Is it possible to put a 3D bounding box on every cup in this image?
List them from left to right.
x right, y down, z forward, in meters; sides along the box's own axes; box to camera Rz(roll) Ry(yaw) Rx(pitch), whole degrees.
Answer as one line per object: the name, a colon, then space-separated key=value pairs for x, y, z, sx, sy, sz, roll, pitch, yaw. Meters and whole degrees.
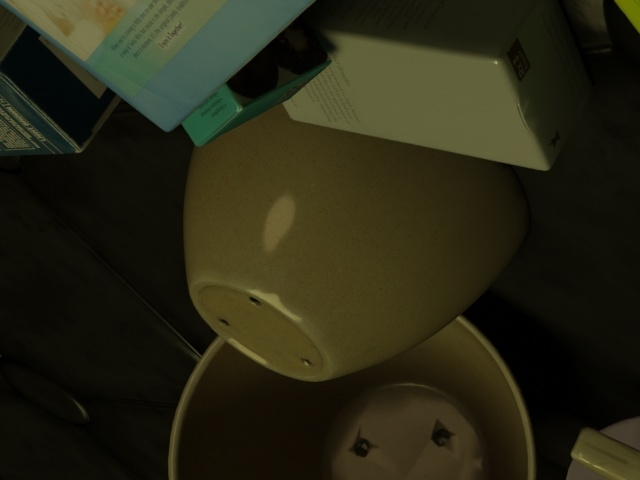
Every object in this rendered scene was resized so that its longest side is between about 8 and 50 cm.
cup: x=0.056 y=0.208 z=1.844 sx=0.331 sy=0.331 sz=0.237 roll=25 pitch=-179 yaw=18

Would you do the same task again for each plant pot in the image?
plant pot: x=0.000 y=0.000 z=1.606 sx=0.284 sy=0.191 sz=0.284 roll=26 pitch=155 yaw=13

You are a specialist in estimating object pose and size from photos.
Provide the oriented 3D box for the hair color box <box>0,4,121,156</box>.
hair color box: x=-0.279 y=-0.164 z=1.660 sx=0.347 sy=0.174 sz=0.105 roll=2 pitch=143 yaw=50

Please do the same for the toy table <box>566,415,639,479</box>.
toy table: x=0.322 y=0.226 z=1.604 sx=0.274 sy=0.252 sz=0.161 roll=12 pitch=167 yaw=16

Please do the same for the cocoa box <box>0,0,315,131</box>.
cocoa box: x=-0.066 y=-0.254 z=1.154 sx=0.231 sy=0.228 sz=0.347 roll=37 pitch=156 yaw=-10

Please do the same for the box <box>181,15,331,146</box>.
box: x=-0.104 y=-0.193 z=1.363 sx=0.244 sy=0.100 sz=0.060 roll=56 pitch=137 yaw=2

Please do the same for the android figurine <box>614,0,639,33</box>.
android figurine: x=0.259 y=-0.155 z=1.152 sx=0.273 sy=0.056 sz=0.248 roll=44 pitch=154 yaw=-25

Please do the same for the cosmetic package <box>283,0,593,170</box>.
cosmetic package: x=0.065 y=-0.132 z=1.407 sx=0.231 sy=0.085 sz=0.117 roll=13 pitch=149 yaw=34
